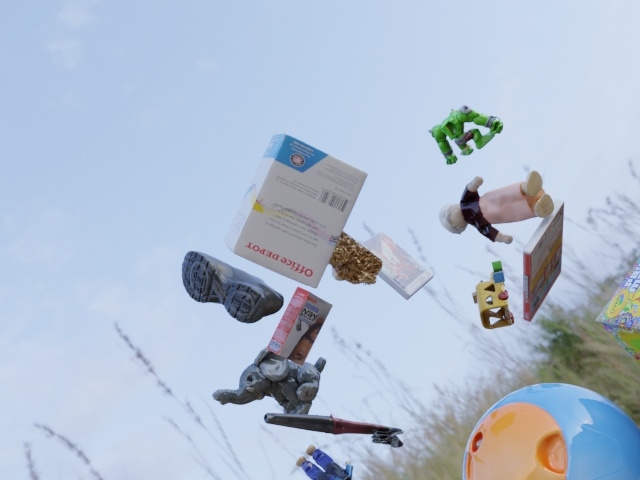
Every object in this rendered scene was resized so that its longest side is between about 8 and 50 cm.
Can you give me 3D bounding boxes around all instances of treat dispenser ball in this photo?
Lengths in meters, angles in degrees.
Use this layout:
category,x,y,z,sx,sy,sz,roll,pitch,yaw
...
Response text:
category,x,y,z,sx,sy,sz,roll,pitch,yaw
treat dispenser ball,0.364,0.364,1.243,0.288,0.288,0.288,-29,-41,-29

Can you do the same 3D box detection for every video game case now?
category,x,y,z,sx,sy,sz,roll,pitch,yaw
video game case,0.588,0.056,2.138,0.204,0.025,0.285,-50,-35,-29
video game case,0.204,0.065,2.248,0.023,0.201,0.183,-57,-14,30

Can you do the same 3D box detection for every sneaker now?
category,x,y,z,sx,sy,sz,roll,pitch,yaw
sneaker,-0.208,0.108,1.888,0.130,0.286,0.109,-2,-62,-55

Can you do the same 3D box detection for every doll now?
category,x,y,z,sx,sy,sz,roll,pitch,yaw
doll,0.020,0.578,1.969,0.129,0.189,0.046,-47,-47,-15

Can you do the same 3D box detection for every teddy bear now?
category,x,y,z,sx,sy,sz,roll,pitch,yaw
teddy bear,0.000,0.000,1.991,0.113,0.245,0.338,-51,-49,3

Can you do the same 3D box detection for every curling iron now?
category,x,y,z,sx,sy,sz,roll,pitch,yaw
curling iron,0.030,0.320,1.399,0.274,0.068,0.035,16,-99,-23

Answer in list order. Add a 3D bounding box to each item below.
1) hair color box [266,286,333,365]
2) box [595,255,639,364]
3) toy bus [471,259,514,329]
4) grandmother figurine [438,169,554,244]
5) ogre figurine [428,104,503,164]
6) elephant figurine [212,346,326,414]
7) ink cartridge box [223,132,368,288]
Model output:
category,x,y,z,sx,sy,sz,roll,pitch,yaw
hair color box,-0.049,0.207,1.953,0.093,0.053,0.167,32,-97,-42
box,0.630,0.155,1.196,0.290,0.279,0.177,42,-101,-15
toy bus,0.503,0.165,2.395,0.104,0.191,0.202,-13,-8,12
grandmother figurine,0.452,-0.080,2.158,0.104,0.342,0.208,-28,-80,-37
ogre figurine,0.366,-0.279,2.087,0.118,0.197,0.097,40,-112,-15
elephant figurine,-0.128,0.356,2.077,0.186,0.239,0.169,-76,10,-79
ink cartridge box,-0.052,-0.056,1.500,0.171,0.168,0.232,25,-90,-14
